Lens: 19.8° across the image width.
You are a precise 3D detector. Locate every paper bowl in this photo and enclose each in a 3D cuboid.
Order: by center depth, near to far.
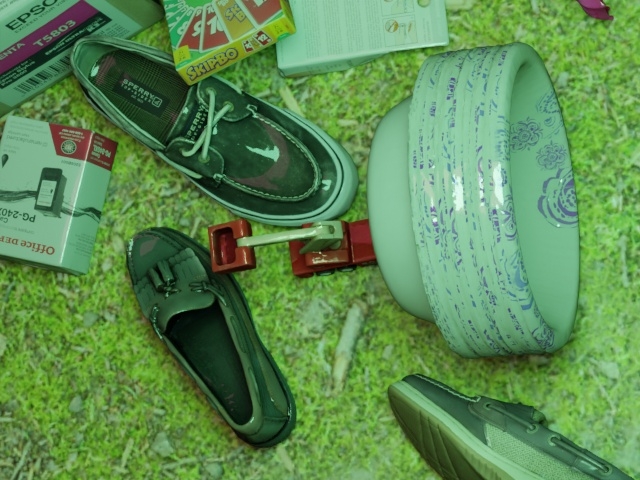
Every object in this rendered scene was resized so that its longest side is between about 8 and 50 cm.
[{"bbox_3d":[0.138,-0.033,1.677,0.148,0.284,0.284,-6,79,21],"label":"paper bowl"}]

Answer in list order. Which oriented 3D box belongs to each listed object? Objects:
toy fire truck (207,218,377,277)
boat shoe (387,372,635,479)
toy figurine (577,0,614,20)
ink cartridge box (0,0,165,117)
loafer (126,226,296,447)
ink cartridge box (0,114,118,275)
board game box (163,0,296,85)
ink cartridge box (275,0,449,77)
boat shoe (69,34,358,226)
[{"bbox_3d":[0.000,0.000,1.797,0.192,0.135,0.047,-11,78,17],"label":"toy fire truck"},{"bbox_3d":[0.179,0.198,1.713,0.092,0.103,0.285,-38,42,-20],"label":"boat shoe"},{"bbox_3d":[0.313,-0.270,1.760,0.159,0.130,0.173,9,62,29],"label":"toy figurine"},{"bbox_3d":[-0.308,-0.235,1.909,0.234,0.193,0.088,-30,73,13],"label":"ink cartridge box"},{"bbox_3d":[-0.117,0.088,1.849,0.096,0.084,0.267,-39,71,9],"label":"loafer"},{"bbox_3d":[-0.291,-0.047,1.941,0.109,0.063,0.150,11,85,20],"label":"ink cartridge box"},{"bbox_3d":[-0.105,-0.280,1.879,0.124,0.039,0.259,-25,45,13],"label":"board game box"},{"bbox_3d":[0.038,-0.252,1.883,0.179,0.045,0.145,-7,78,7],"label":"ink cartridge box"},{"bbox_3d":[-0.122,-0.110,1.864,0.335,0.119,0.121,25,90,21],"label":"boat shoe"}]
